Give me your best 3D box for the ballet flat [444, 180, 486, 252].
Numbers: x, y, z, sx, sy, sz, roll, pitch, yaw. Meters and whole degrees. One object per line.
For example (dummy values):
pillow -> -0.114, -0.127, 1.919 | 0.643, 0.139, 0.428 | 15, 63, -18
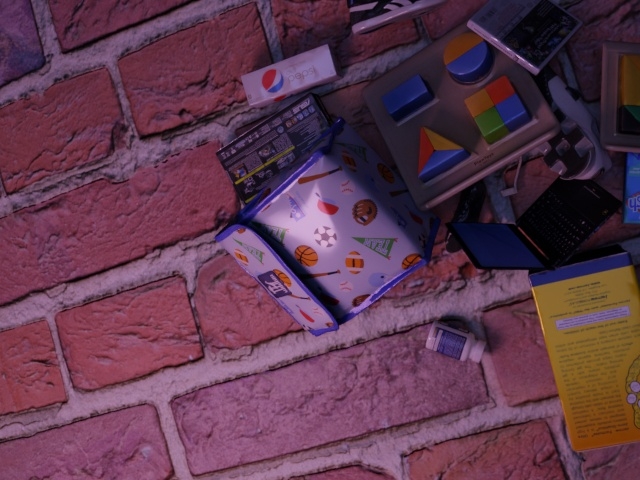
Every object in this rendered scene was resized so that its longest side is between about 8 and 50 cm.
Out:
ballet flat -> 0.313, -0.053, 1.682 | 0.057, 0.049, 0.173 | 17, 105, -14

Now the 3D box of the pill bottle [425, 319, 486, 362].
pill bottle -> 0.294, 0.222, 1.687 | 0.120, 0.067, 0.067 | 19, 99, 14

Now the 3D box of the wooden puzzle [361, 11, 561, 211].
wooden puzzle -> 0.265, -0.276, 1.580 | 0.322, 0.080, 0.348 | -31, 62, 18

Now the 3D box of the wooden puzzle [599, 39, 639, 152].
wooden puzzle -> 0.655, -0.277, 1.500 | 0.221, 0.044, 0.239 | 5, 75, 1

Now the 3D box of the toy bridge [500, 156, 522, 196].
toy bridge -> 0.392, -0.190, 1.650 | 0.063, 0.026, 0.188 | -14, 90, 14

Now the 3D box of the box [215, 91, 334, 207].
box -> -0.075, -0.174, 1.765 | 0.270, 0.060, 0.216 | -31, 86, 16

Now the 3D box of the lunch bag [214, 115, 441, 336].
lunch bag -> 0.000, 0.000, 1.639 | 0.385, 0.239, 0.328 | -37, 101, 31

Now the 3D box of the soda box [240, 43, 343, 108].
soda box -> -0.064, -0.366, 1.743 | 0.216, 0.069, 0.074 | -17, 89, 17

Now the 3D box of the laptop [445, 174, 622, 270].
laptop -> 0.409, -0.051, 1.532 | 0.136, 0.234, 0.264 | 36, 104, -20

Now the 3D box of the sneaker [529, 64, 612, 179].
sneaker -> 0.479, -0.255, 1.588 | 0.122, 0.146, 0.330 | -42, 58, 39

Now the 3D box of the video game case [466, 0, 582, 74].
video game case -> 0.414, -0.436, 1.568 | 0.173, 0.022, 0.190 | 39, 61, 10

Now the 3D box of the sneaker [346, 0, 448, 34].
sneaker -> 0.156, -0.531, 1.663 | 0.217, 0.079, 0.121 | -14, 92, 18

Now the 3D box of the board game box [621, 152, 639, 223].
board game box -> 0.694, -0.136, 1.559 | 0.160, 0.047, 0.210 | 1, 95, 15

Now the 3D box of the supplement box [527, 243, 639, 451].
supplement box -> 0.554, 0.206, 1.548 | 0.195, 0.194, 0.357 | -14, 91, 16
